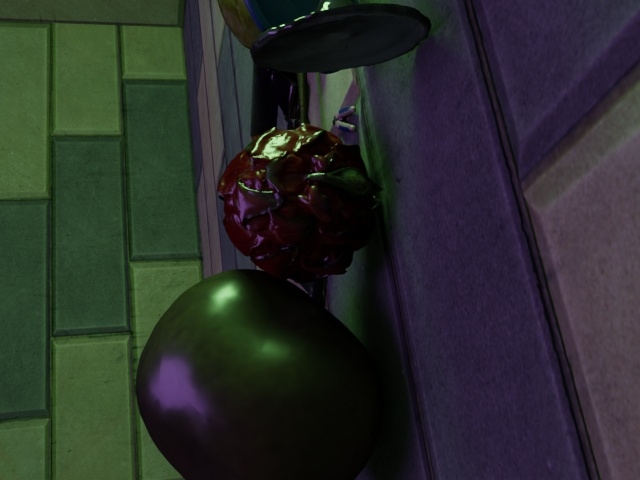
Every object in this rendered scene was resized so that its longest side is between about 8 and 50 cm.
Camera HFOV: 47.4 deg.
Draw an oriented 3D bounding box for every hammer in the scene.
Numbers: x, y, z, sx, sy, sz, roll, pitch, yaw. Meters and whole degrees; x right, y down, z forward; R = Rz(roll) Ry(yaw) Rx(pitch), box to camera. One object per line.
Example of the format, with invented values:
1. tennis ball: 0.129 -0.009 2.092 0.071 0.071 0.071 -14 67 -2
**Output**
1. hammer: 0.001 0.000 1.268 0.111 0.033 0.287 -119 30 -58
2. hammer: -0.034 -0.288 1.299 0.125 0.027 0.297 37 -132 -65

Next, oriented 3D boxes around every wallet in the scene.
1. wallet: -0.094 -0.265 1.507 0.262 0.072 0.220 -120 34 -51

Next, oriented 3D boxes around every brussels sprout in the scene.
1. brussels sprout: -0.116 -0.469 1.387 0.223 0.161 0.223 175 90 -82

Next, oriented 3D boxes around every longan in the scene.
1. longan: -0.084 0.211 1.039 0.361 0.361 0.360 178 90 -75

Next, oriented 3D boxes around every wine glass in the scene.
1. wine glass: -0.002 -0.416 0.833 0.267 0.267 0.405 156 105 -74

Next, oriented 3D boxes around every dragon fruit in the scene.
1. dragon fruit: -0.045 -0.041 1.052 0.293 0.234 0.233 -37 55 54

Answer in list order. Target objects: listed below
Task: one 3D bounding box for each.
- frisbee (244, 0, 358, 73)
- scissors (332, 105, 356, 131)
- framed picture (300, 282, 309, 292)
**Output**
1. frisbee: -0.034 -0.338 0.988 0.045 0.242 0.242 -15 75 39
2. scissors: 0.036 -0.189 1.146 0.113 0.012 0.039 -156 65 -73
3. framed picture: -0.053 -0.043 1.505 0.324 0.013 0.244 -143 52 -70
